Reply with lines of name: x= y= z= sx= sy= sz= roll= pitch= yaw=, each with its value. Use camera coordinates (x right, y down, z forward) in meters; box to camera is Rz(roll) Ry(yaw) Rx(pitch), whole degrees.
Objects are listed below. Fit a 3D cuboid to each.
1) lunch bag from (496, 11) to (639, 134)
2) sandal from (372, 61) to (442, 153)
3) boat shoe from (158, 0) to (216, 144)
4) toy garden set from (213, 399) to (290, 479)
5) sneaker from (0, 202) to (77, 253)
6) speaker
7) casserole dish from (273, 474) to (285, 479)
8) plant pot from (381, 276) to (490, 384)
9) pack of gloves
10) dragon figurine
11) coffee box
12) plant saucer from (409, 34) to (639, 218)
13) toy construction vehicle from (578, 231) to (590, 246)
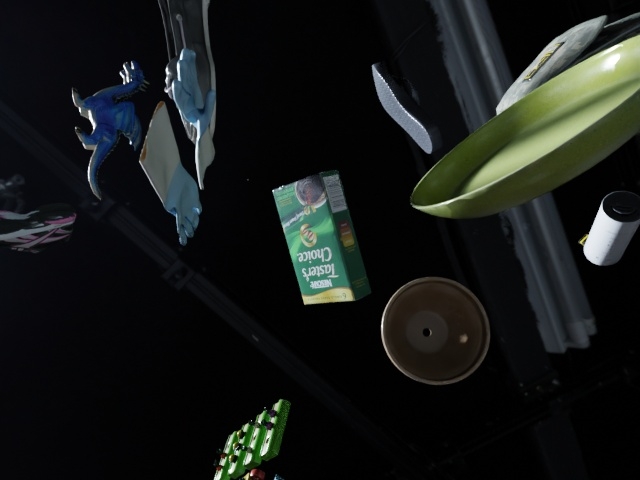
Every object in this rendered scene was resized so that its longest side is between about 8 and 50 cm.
lunch bag: x=0.400 y=-0.222 z=0.649 sx=0.287 sy=0.235 sz=0.169 roll=-15 pitch=-77 yaw=13
sandal: x=0.189 y=-0.286 z=1.000 sx=0.054 sy=0.097 sz=0.254 roll=-29 pitch=-115 yaw=-4
boat shoe: x=-0.232 y=-0.317 z=0.778 sx=0.096 sy=0.112 sz=0.335 roll=-1 pitch=-99 yaw=-24
toy garden set: x=-0.163 y=0.441 z=0.921 sx=0.049 sy=0.203 sz=0.244 roll=33 pitch=-52 yaw=-15
sneaker: x=-0.515 y=-0.006 z=0.809 sx=0.178 sy=0.072 sz=0.077 roll=-14 pitch=-47 yaw=-40
speaker: x=0.438 y=-0.015 z=0.702 sx=0.055 sy=0.136 sz=0.055 roll=-9 pitch=-122 yaw=14
casserole dish: x=-0.043 y=0.564 z=1.000 sx=0.037 sy=0.114 sz=0.188 roll=-50 pitch=-42 yaw=-19
plant pot: x=0.256 y=0.209 z=1.079 sx=0.237 sy=0.110 sz=0.237 roll=-1 pitch=-106 yaw=2
pack of gloves: x=-0.160 y=-0.113 z=0.616 sx=0.046 sy=0.232 sz=0.195 roll=6 pitch=-117 yaw=-1
dragon figurine: x=-0.415 y=-0.236 z=0.956 sx=0.144 sy=0.085 sz=0.289 roll=-7 pitch=-102 yaw=-16
coffee box: x=0.000 y=0.000 z=0.679 sx=0.040 sy=0.113 sz=0.184 roll=-18 pitch=-85 yaw=-43
plant saucer: x=0.189 y=-0.089 z=0.410 sx=0.241 sy=0.241 sz=0.037 roll=-39 pitch=-82 yaw=-2
toy construction vehicle: x=0.713 y=-0.016 z=1.177 sx=0.035 sy=0.086 sz=0.098 roll=42 pitch=-82 yaw=1
